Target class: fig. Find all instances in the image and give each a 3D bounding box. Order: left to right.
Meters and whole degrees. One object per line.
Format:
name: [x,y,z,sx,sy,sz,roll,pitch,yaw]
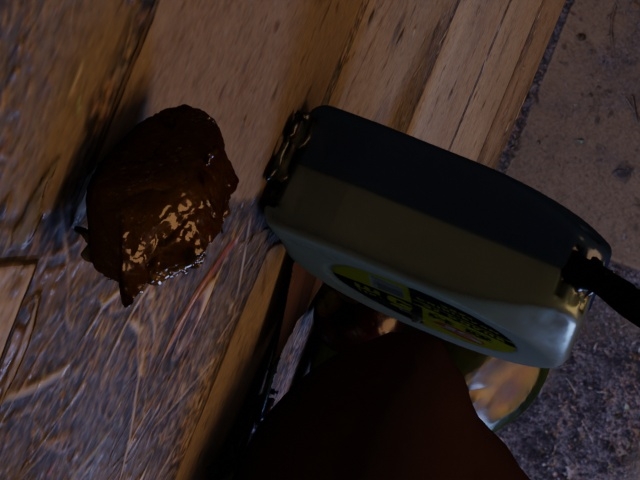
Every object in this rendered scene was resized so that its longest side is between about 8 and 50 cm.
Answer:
fig: [0.061,0.115,1.685,0.275,0.206,0.206,-38,174,5]

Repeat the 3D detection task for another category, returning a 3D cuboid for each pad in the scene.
pad: [0.000,0.000,1.414,0.188,0.006,0.113,-58,162,-59]

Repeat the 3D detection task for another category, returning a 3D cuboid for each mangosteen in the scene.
mangosteen: [0.033,0.055,1.571,0.081,0.081,0.081,23,90,-83]

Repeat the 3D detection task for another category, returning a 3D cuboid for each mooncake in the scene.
mooncake: [0.062,0.237,1.428,0.326,0.174,0.334,13,66,-47]

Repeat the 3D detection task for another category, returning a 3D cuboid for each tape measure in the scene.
tape measure: [0.140,0.028,1.191,0.098,0.351,0.215,-64,170,-8]

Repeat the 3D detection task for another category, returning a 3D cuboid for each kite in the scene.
kite: [-0.080,0.196,1.439,0.234,0.016,0.321,95,20,-72]

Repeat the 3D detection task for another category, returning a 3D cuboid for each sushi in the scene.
sushi: [-0.061,-0.012,0.757,0.118,0.061,0.060,-46,133,-52]
